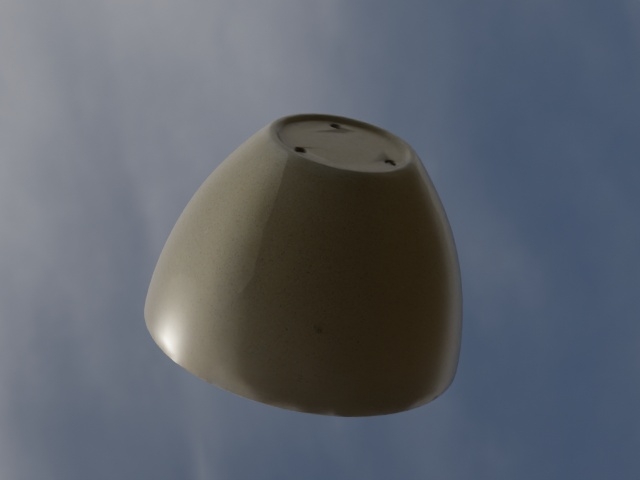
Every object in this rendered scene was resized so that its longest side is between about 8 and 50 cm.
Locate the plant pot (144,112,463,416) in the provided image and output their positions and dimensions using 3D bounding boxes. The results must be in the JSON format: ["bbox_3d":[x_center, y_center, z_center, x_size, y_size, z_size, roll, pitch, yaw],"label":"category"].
[{"bbox_3d":[0.000,0.000,1.703,0.284,0.284,0.191,-9,-59,-38],"label":"plant pot"}]
